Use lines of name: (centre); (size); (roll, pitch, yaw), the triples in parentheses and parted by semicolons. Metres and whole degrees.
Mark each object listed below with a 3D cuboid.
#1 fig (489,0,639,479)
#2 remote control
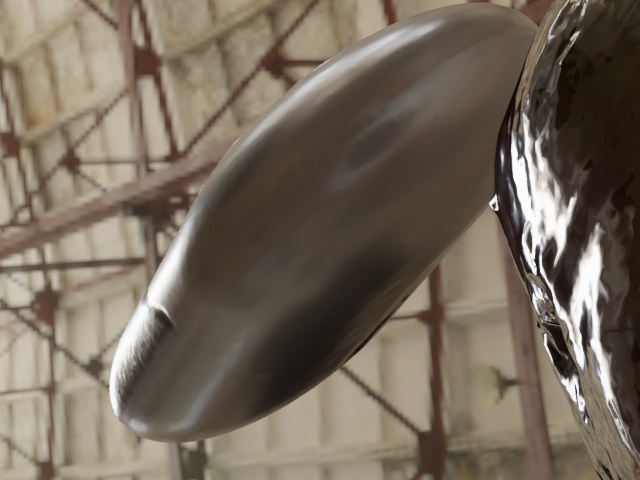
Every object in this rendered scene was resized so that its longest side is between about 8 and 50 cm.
fig: (0.208, -0.028, 0.401); (0.217, 0.321, 0.217); (-25, 90, -87)
remote control: (0.000, 0.000, 0.787); (0.103, 0.221, 0.332); (50, -34, 11)
